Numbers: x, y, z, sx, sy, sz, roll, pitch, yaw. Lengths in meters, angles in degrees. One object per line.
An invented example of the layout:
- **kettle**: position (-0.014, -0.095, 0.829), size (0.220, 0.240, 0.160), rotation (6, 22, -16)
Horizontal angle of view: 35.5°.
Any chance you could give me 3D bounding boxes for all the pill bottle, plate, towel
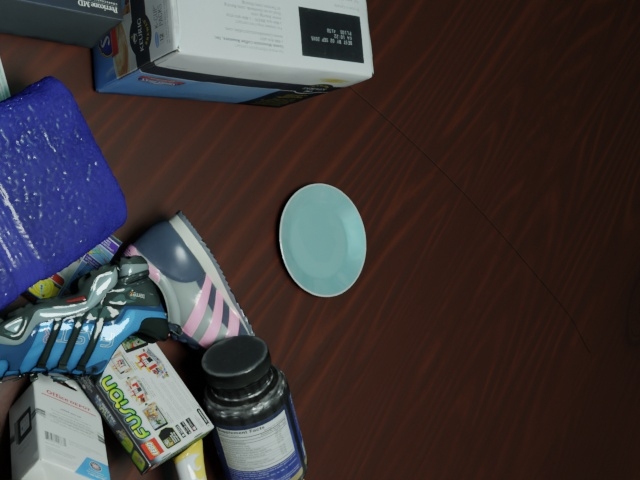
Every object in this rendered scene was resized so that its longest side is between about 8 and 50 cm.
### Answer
- **pill bottle**: position (-0.095, 0.247, 1.398), size (0.123, 0.123, 0.219), rotation (-37, 127, -38)
- **plate**: position (0.000, 0.000, 1.648), size (0.188, 0.024, 0.188), rotation (6, 81, -40)
- **towel**: position (-0.402, -0.044, 1.237), size (0.308, 0.076, 0.228), rotation (-39, 116, -37)

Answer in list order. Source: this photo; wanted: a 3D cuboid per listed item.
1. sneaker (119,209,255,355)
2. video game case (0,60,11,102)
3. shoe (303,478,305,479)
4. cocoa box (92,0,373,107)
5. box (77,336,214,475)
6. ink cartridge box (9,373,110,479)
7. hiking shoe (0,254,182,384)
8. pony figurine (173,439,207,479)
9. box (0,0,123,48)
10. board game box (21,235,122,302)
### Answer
- **sneaker**: position (-0.179, 0.117, 1.446), size (0.131, 0.112, 0.319), rotation (-31, 110, -11)
- **video game case**: position (-0.485, -0.197, 1.260), size (0.183, 0.023, 0.201), rotation (-18, 96, -40)
- **shoe**: position (-0.043, 0.385, 1.531), size (0.178, 0.063, 0.081), rotation (47, 62, -21)
- **cocoa box**: position (-0.131, -0.332, 1.445), size (0.347, 0.228, 0.231), rotation (-1, 85, -41)
- **box**: position (-0.247, 0.197, 1.340), size (0.114, 0.036, 0.207), rotation (-26, 74, -41)
- **ink cartridge box**: position (-0.333, 0.249, 1.268), size (0.104, 0.180, 0.060), rotation (33, 107, -33)
- **hiking shoe**: position (-0.328, 0.133, 1.246), size (0.304, 0.113, 0.132), rotation (-29, 94, -19)
- **pony figurine**: position (-0.170, 0.499, 1.304), size (0.363, 0.303, 0.351), rotation (55, 44, -2)
- **box**: position (-0.399, -0.368, 1.289), size (0.261, 0.103, 0.184), rotation (2, 76, -40)
- **board game box**: position (-0.375, -0.001, 1.319), size (0.201, 0.035, 0.136), rotation (43, 59, -28)
